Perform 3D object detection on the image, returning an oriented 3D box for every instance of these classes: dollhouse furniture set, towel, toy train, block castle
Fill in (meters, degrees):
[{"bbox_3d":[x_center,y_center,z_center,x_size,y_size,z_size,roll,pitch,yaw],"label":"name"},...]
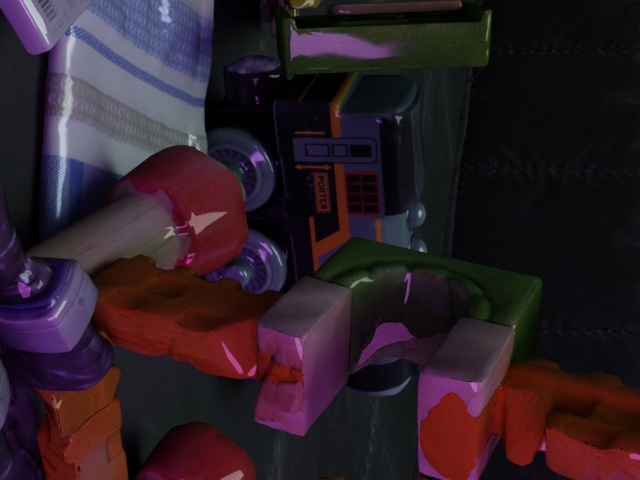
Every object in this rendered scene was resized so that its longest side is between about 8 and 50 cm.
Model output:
[{"bbox_3d":[0.028,-0.263,0.772,0.301,0.151,0.198,-110,-164,-69],"label":"dollhouse furniture set"},{"bbox_3d":[-0.123,-0.125,0.641,0.209,0.034,0.285,19,74,-74],"label":"towel"},{"bbox_3d":[0.000,0.000,0.814,0.142,0.190,0.334,-61,149,-59],"label":"toy train"},{"bbox_3d":[0.063,0.131,0.524,0.213,0.453,0.303,-40,136,-55],"label":"block castle"}]

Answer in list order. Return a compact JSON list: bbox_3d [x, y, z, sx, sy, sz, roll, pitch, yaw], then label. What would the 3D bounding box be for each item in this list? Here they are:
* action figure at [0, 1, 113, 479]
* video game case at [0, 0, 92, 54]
[{"bbox_3d":[-0.148,-0.021,0.321,0.185,0.099,0.285,-71,169,-46],"label":"action figure"},{"bbox_3d":[-0.155,-0.199,0.477,0.143,0.019,0.157,-72,145,-47],"label":"video game case"}]
